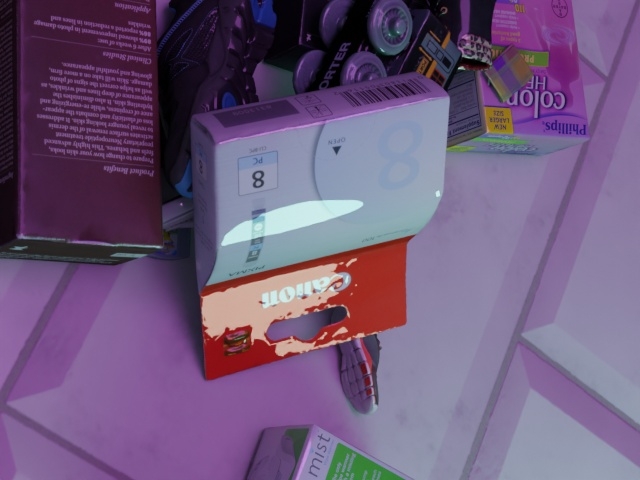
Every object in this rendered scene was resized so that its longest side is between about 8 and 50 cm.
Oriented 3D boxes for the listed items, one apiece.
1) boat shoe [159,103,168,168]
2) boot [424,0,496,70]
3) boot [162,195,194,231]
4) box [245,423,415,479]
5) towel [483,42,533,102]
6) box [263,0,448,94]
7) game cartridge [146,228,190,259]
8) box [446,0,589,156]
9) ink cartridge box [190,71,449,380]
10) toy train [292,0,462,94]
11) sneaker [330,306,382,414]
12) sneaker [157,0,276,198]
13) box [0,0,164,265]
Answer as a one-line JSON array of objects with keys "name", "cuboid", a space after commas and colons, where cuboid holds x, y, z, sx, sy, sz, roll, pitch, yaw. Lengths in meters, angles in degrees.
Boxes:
[{"name": "boat shoe", "cuboid": [-0.227, -0.151, 1.847, 0.038, 0.046, 0.125, -30, 105, -40]}, {"name": "boot", "cuboid": [0.158, -0.345, 2.010, 0.236, 0.085, 0.178, 10, 80, -28]}, {"name": "boot", "cuboid": [-0.103, -0.024, 1.867, 0.258, 0.095, 0.123, -22, 93, -42]}, {"name": "box", "cuboid": [0.000, 0.401, 1.838, 0.231, 0.127, 0.262, 34, 64, -27]}, {"name": "towel", "cuboid": [0.275, -0.245, 2.092, 0.083, 0.009, 0.060, -44, 106, -32]}, {"name": "box", "cuboid": [0.059, -0.313, 2.044, 0.261, 0.103, 0.184, 15, 70, -32]}, {"name": "game cartridge", "cuboid": [-0.205, -0.003, 1.847, 0.083, 0.017, 0.056, 9, 79, -33]}, {"name": "box", "cuboid": [0.281, -0.260, 2.177, 0.213, 0.117, 0.243, 1, 80, -35]}, {"name": "ink cartridge box", "cuboid": [0.000, 0.000, 1.784, 0.308, 0.091, 0.385, -14, 123, -23]}, {"name": "toy train", "cuboid": [0.059, -0.181, 1.896, 0.190, 0.142, 0.334, 39, 70, -37]}, {"name": "sneaker", "cuboid": [0.065, 0.160, 1.974, 0.065, 0.061, 0.158, -7, 85, -42]}, {"name": "sneaker", "cuboid": [-0.153, -0.191, 1.828, 0.125, 0.140, 0.341, 56, 37, -46]}, {"name": "box", "cuboid": [-0.306, -0.168, 1.740, 0.191, 0.143, 0.381, 5, 75, -34]}]
